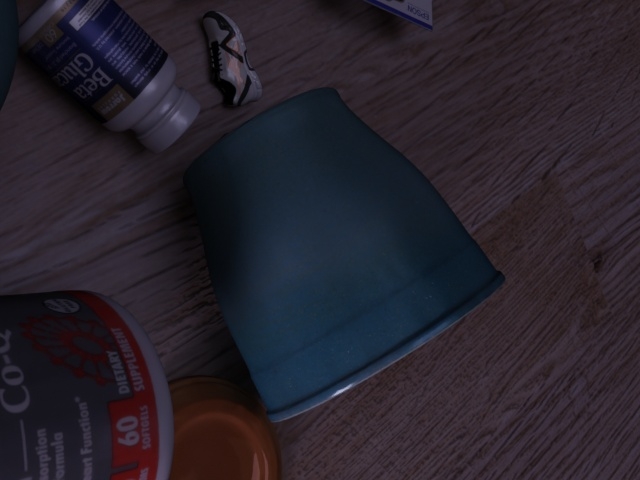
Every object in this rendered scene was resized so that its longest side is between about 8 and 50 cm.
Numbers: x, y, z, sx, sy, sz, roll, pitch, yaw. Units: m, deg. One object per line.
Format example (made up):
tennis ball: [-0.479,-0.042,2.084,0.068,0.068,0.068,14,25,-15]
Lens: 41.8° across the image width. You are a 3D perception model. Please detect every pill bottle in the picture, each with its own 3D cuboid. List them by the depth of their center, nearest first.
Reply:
pill bottle: [-0.299,0.148,0.563,0.363,0.210,0.210,-3,85,-49]
pill bottle: [-0.198,-0.164,0.798,0.169,0.094,0.094,44,59,-24]

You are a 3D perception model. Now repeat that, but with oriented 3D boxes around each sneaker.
sneaker: [-0.102,-0.197,0.913,0.044,0.040,0.109,-33,103,-35]

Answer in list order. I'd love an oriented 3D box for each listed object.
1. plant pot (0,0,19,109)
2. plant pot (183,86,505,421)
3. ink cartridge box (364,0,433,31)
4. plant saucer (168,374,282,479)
plant pot: [-0.326,-0.155,0.576,0.290,0.290,0.195,65,24,-11]
plant pot: [0.000,0.000,0.838,0.271,0.271,0.255,-30,87,-37]
ink cartridge box: [0.074,-0.435,1.074,0.165,0.065,0.332,14,73,-36]
plant saucer: [-0.116,0.236,0.838,0.200,0.037,0.200,6,80,-37]
